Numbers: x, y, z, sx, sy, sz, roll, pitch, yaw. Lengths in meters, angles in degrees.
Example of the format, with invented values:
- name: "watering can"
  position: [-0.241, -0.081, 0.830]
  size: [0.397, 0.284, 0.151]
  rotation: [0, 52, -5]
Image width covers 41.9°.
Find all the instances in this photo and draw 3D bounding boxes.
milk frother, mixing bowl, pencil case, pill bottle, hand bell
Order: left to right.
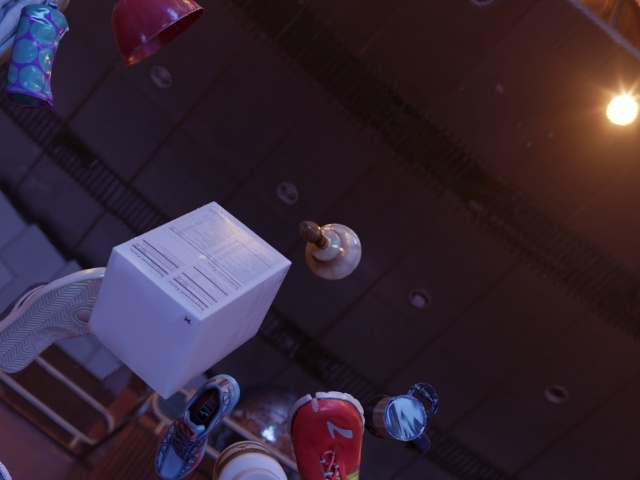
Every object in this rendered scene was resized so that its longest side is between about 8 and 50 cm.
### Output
- name: "pencil case"
  position: [-0.409, -0.266, 1.208]
  size: [0.070, 0.152, 0.064]
  rotation: [13, -18, -20]
- name: "mixing bowl"
  position: [-0.314, -0.411, 1.533]
  size: [0.181, 0.181, 0.098]
  rotation: [-28, -79, 43]
- name: "pill bottle"
  position: [-0.126, 0.448, 1.521]
  size: [0.131, 0.131, 0.229]
  rotation: [39, -9, -6]
- name: "hand bell"
  position: [0.000, 0.000, 1.707]
  size: [0.126, 0.126, 0.242]
  rotation: [17, -8, 17]
- name: "milk frother"
  position: [0.172, 0.324, 1.605]
  size: [0.129, 0.143, 0.135]
  rotation: [33, -16, -7]

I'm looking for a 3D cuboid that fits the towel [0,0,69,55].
- name: "towel"
  position: [-0.576, -0.318, 1.386]
  size: [0.090, 0.374, 0.320]
  rotation: [51, -3, -21]

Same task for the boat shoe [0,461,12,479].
- name: "boat shoe"
  position: [-0.616, 0.476, 1.602]
  size: [0.142, 0.040, 0.049]
  rotation: [50, -66, 17]

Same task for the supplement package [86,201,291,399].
- name: "supplement package"
  position: [-0.228, 0.096, 1.464]
  size: [0.198, 0.262, 0.199]
  rotation: [38, -55, 15]

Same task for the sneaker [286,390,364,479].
- name: "sneaker"
  position: [0.017, 0.318, 1.114]
  size: [0.107, 0.118, 0.279]
  rotation: [-8, -55, -6]

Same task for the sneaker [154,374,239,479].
- name: "sneaker"
  position: [-0.279, 0.396, 1.773]
  size: [0.104, 0.262, 0.125]
  rotation: [31, -3, 10]

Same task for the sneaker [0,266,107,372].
- name: "sneaker"
  position: [-0.499, 0.118, 1.599]
  size: [0.350, 0.148, 0.131]
  rotation: [-26, -61, 20]
